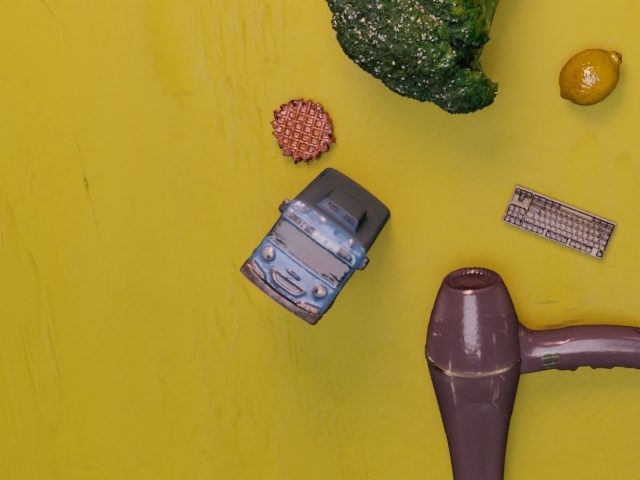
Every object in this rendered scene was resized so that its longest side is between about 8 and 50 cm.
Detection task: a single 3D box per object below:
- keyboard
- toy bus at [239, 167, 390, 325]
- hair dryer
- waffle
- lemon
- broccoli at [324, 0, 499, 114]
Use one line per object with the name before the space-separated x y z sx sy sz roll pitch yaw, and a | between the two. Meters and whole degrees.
keyboard | 0.287 -0.022 1.584 0.129 0.015 0.049 22 108 6
toy bus | 0.000 0.000 1.537 0.116 0.234 0.133 37 106 0
hair dryer | 0.310 0.178 1.596 0.361 0.121 0.301 -3 112 7
waffle | -0.021 -0.134 1.613 0.075 0.029 0.083 -20 102 19
lemon | 0.310 -0.189 1.512 0.083 0.062 0.062 -37 95 20
broccoli | 0.128 -0.287 1.465 0.269 0.269 0.254 2 147 11
